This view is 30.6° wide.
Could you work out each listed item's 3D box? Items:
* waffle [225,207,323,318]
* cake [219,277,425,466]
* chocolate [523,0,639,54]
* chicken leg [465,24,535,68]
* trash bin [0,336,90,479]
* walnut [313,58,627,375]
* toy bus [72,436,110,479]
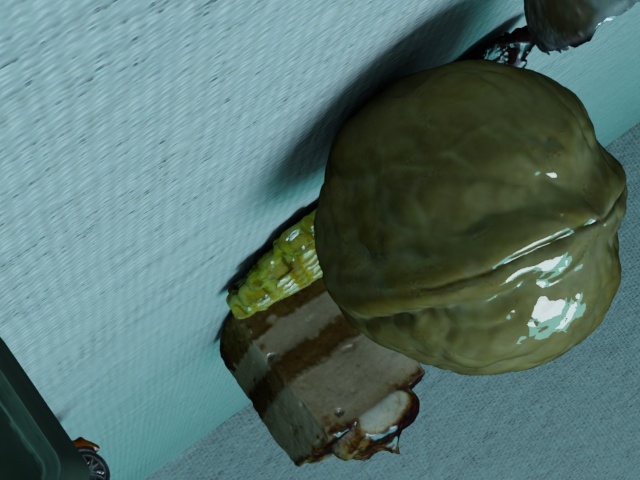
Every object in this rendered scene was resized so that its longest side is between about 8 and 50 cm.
[{"bbox_3d":[0.001,0.001,1.407,0.254,0.052,0.245,-25,164,-50],"label":"waffle"},{"bbox_3d":[0.015,0.187,1.633,0.196,0.293,0.198,-32,166,-26],"label":"cake"},{"bbox_3d":[0.294,-0.274,0.968,0.303,0.100,0.185,-34,-179,-2],"label":"chocolate"},{"bbox_3d":[0.140,-0.148,1.194,0.205,0.053,0.093,-35,-174,12],"label":"chicken leg"},{"bbox_3d":[-0.237,0.125,0.749,0.122,0.164,0.240,-35,172,-11],"label":"trash bin"},{"bbox_3d":[0.135,-0.017,1.052,0.252,0.277,0.313,7,176,-31],"label":"walnut"},{"bbox_3d":[-0.348,0.355,1.305,0.143,0.153,0.329,-43,-155,32],"label":"toy bus"}]
